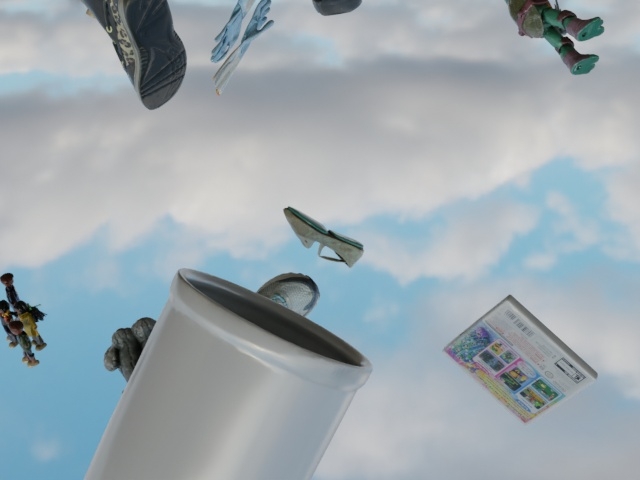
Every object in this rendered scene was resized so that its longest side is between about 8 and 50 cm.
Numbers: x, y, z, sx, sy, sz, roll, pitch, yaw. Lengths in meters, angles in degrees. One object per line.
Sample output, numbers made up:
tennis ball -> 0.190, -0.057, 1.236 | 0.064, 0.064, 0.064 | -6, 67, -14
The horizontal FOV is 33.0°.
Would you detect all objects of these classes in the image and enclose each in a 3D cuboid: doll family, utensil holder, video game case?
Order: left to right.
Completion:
doll family -> -0.539, 0.135, 1.923 | 0.076, 0.111, 0.193 | -33, -140, -26
utensil holder -> -0.151, 0.285, 1.623 | 0.327, 0.385, 0.327 | 26, -178, -1
video game case -> 0.261, 0.161, 1.426 | 0.157, 0.143, 0.019 | 42, -138, -2

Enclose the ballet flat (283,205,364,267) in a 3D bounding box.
ballet flat -> 0.000, 0.000, 1.790 | 0.168, 0.052, 0.057 | 27, -170, -26

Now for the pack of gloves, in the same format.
pack of gloves -> -0.147, -0.423, 2.194 | 0.046, 0.232, 0.195 | 26, 164, 8

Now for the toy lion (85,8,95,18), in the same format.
toy lion -> -0.294, -0.322, 1.585 | 0.100, 0.034, 0.096 | 18, -163, -43

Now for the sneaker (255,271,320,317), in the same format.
sneaker -> -0.130, 0.161, 2.170 | 0.283, 0.110, 0.122 | -25, -169, 15

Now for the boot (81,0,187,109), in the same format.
boot -> -0.277, -0.308, 1.506 | 0.085, 0.236, 0.178 | -38, -116, -20

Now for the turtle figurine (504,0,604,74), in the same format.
turtle figurine -> 0.386, -0.392, 1.848 | 0.118, 0.175, 0.234 | -34, -125, 0

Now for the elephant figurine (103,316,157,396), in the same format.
elephant figurine -> -0.291, 0.271, 1.916 | 0.186, 0.169, 0.239 | 10, -138, -38

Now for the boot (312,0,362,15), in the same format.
boot -> -0.030, -0.719, 2.104 | 0.146, 0.445, 0.367 | -21, -135, -2
